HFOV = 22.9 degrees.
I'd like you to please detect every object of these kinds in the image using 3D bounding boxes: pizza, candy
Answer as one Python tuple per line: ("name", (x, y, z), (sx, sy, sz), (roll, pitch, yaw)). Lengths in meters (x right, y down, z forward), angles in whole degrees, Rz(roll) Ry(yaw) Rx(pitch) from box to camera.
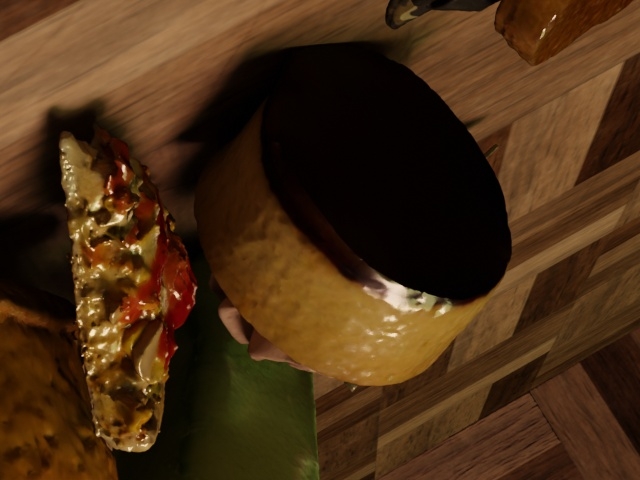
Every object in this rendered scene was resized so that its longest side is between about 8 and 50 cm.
("pizza", (-0.108, 0.007, 0.911), (0.062, 0.188, 0.199), (-6, 140, 3))
("candy", (-0.075, 0.145, 1.089), (0.132, 0.343, 0.142), (20, 123, -15))

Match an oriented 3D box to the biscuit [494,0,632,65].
("biscuit", (0.202, -0.216, 0.818), (0.273, 0.049, 0.257), (-37, 165, -25))

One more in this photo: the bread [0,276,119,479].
("bread", (-0.219, 0.123, 0.924), (0.179, 0.194, 0.340), (-22, 163, 12))

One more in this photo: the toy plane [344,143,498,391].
("toy plane", (0.041, 0.021, 1.265), (0.256, 0.104, 0.242), (-54, 175, 25))

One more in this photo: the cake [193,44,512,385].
("cake", (0.000, 0.000, 1.001), (0.178, 0.207, 0.185), (-36, -177, 39))

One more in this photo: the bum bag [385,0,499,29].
("bum bag", (0.078, -0.173, 0.806), (0.102, 0.069, 0.248), (-25, 166, -5))
